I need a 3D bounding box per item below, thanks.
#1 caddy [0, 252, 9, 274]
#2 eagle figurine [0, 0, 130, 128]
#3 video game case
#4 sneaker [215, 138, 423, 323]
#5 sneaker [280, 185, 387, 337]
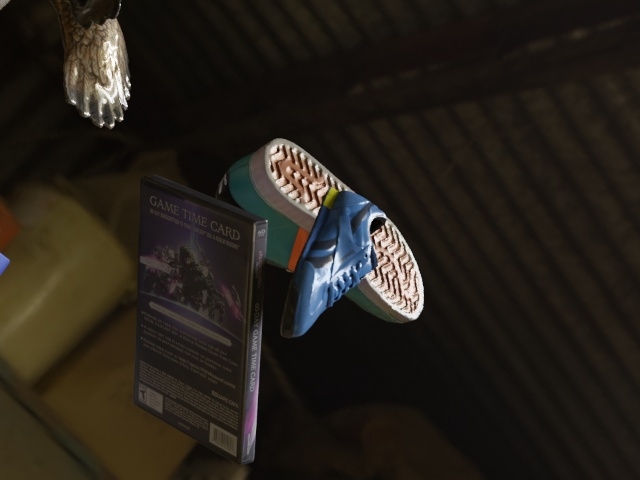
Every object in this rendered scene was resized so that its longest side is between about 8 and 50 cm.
[{"bbox_3d":[-0.538,0.012,1.868,0.241,0.179,0.341,37,-7,19],"label":"caddy"},{"bbox_3d":[-0.281,-0.293,1.648,0.298,0.225,0.226,38,12,17],"label":"eagle figurine"},{"bbox_3d":[-0.135,0.084,1.662,0.196,0.026,0.274,22,-66,44],"label":"video game case"},{"bbox_3d":[0.000,0.000,1.880,0.121,0.108,0.302,-24,-60,42],"label":"sneaker"},{"bbox_3d":[0.017,0.027,1.624,0.082,0.209,0.069,22,-43,2],"label":"sneaker"}]
